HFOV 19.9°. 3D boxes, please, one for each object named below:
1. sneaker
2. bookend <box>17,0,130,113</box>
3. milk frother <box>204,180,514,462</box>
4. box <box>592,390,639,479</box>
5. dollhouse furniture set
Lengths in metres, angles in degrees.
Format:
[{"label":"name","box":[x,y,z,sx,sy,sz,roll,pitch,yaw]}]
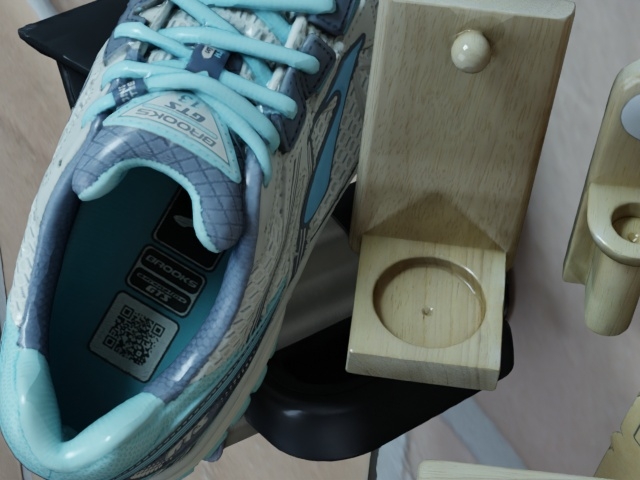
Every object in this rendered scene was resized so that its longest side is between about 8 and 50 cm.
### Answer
[{"label":"sneaker","box":[-0.026,-0.042,0.597,0.122,0.110,0.283,-17,-53,-84]},{"label":"bookend","box":[-0.078,-0.036,0.940,0.157,0.072,0.156,33,141,56]},{"label":"milk frother","box":[0.000,0.000,0.704,0.129,0.135,0.143,17,127,62]},{"label":"box","box":[0.158,0.167,0.657,0.201,0.021,0.164,56,157,25]},{"label":"dollhouse furniture set","box":[0.078,0.027,0.534,0.123,0.144,0.151,96,-179,-51]}]
